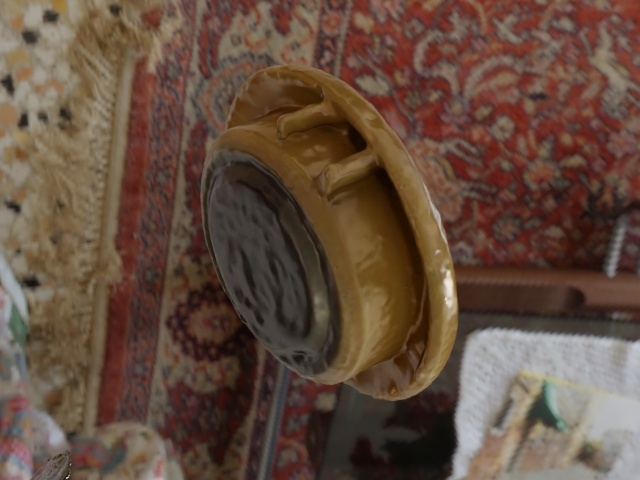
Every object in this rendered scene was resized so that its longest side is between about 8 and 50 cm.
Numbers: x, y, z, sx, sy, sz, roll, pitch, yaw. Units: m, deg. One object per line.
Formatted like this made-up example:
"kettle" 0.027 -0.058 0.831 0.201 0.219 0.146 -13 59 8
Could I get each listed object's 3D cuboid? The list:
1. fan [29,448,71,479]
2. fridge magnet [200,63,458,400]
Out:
"fan" -0.151 0.171 0.567 0.008 0.226 0.152 42 94 -15
"fridge magnet" 0.000 0.000 0.565 0.063 0.143 0.143 -24 125 -29
